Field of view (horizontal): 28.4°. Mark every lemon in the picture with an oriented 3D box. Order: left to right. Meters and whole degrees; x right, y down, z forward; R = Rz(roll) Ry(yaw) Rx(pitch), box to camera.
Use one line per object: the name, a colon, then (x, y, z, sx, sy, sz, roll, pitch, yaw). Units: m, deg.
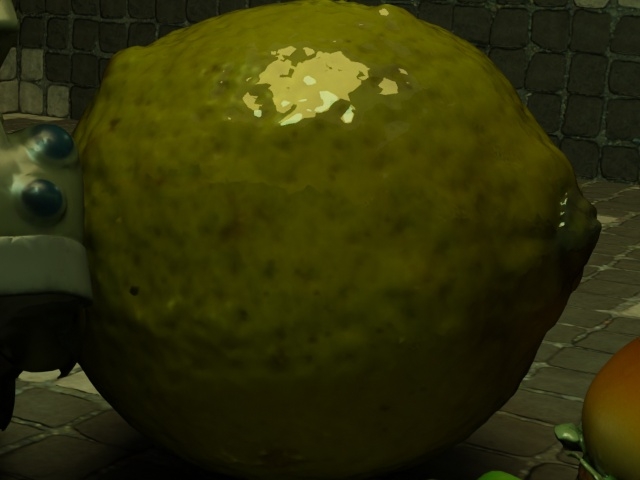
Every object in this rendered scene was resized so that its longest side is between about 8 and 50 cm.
lemon: (0.000, 0.000, 0.874, 0.387, 0.349, 0.350, 5, 10, 31)

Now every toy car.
toy car: (-0.298, 0.008, 0.793, 0.242, 0.226, 0.336, -4, -17, -29)

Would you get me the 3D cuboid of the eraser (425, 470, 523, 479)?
eraser: (0.059, 0.173, 0.527, 0.210, 0.092, 0.274, -6, 2, -18)

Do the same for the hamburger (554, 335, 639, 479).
hamburger: (0.261, 0.126, 0.751, 0.246, 0.169, 0.246, 4, 13, -1)
